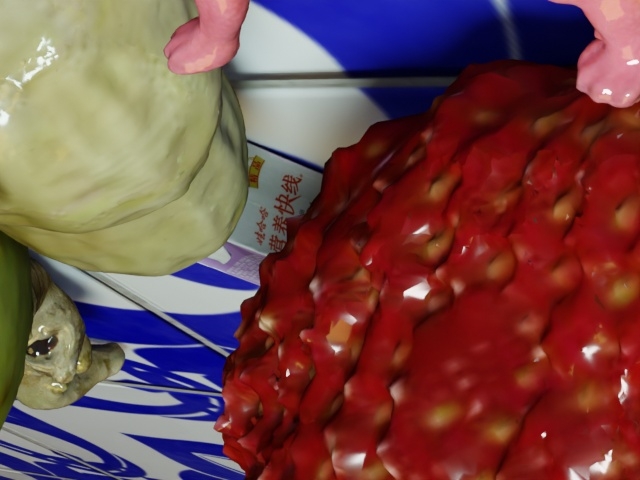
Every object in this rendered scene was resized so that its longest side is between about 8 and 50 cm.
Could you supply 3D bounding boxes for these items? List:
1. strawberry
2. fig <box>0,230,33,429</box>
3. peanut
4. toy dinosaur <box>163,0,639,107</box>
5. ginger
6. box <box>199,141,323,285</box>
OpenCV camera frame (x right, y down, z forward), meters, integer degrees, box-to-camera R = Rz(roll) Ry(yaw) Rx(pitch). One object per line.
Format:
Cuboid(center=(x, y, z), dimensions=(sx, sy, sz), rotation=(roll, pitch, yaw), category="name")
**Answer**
Cuboid(center=(0.081, 0.062, 0.486), dimensions=(0.261, 0.261, 0.257), rotation=(6, 169, 24), category="strawberry")
Cuboid(center=(-0.237, 0.032, 0.634), dimensions=(0.258, 0.258, 0.326), rotation=(11, 174, 8), category="fig")
Cuboid(center=(-0.080, -0.046, 0.498), dimensions=(0.120, 0.110, 0.236), rotation=(0, 161, 13), category="peanut")
Cuboid(center=(0.059, -0.101, 0.343), dimensions=(0.286, 0.070, 0.139), rotation=(7, 139, 14), category="toy dinosaur")
Cuboid(center=(-0.169, 0.059, 0.950), dimensions=(0.089, 0.075, 0.288), rotation=(44, 168, 14), category="ginger")
Cuboid(center=(0.000, 0.000, 0.673), dimensions=(0.117, 0.051, 0.036), rotation=(23, 153, -23), category="box")
